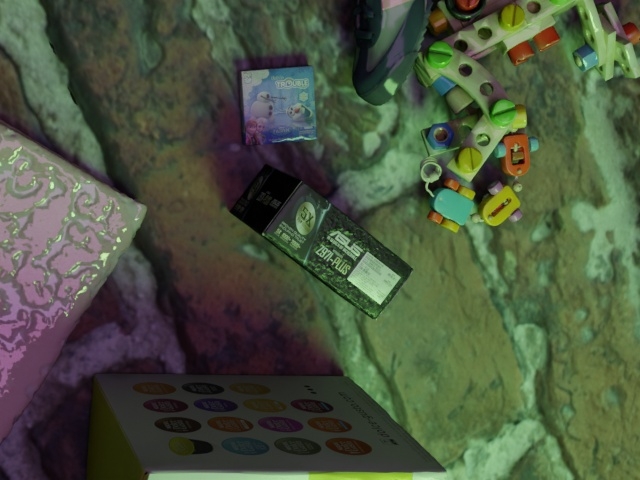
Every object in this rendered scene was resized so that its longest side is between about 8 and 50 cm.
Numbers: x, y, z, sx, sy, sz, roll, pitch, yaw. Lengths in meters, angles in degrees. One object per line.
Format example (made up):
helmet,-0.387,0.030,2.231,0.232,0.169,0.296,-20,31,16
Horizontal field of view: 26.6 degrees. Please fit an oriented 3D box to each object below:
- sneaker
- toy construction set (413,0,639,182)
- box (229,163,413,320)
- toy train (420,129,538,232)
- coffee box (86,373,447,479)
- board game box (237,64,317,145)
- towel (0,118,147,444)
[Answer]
sneaker,0.064,-0.322,1.574,0.131,0.112,0.318,13,88,-28
toy construction set,0.247,-0.226,1.634,0.328,0.151,0.215,-27,84,-20
box,0.000,0.000,1.597,0.180,0.147,0.077,38,87,-21
toy train,0.197,-0.077,1.706,0.166,0.046,0.125,-15,102,-18
coffee box,-0.087,0.359,1.537,0.335,0.337,0.338,3,100,-19
board game box,-0.051,-0.161,1.615,0.090,0.020,0.090,-7,102,-17
towel,-0.407,0.024,1.515,0.317,0.053,0.331,33,90,-22
